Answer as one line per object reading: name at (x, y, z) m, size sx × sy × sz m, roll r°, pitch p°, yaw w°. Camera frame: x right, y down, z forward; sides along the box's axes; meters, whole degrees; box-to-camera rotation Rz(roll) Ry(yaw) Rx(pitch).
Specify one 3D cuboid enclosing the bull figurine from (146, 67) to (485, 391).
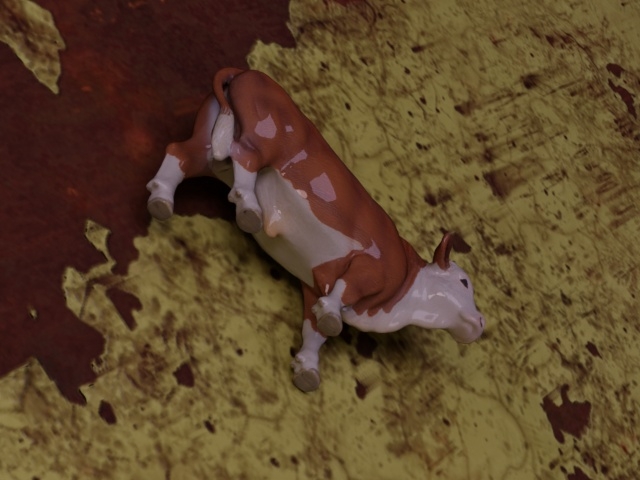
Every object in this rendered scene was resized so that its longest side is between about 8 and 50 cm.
bull figurine at (0.000, 0.000, 1.241) m, size 0.310 × 0.101 × 0.188 m, roll 46°, pitch 36°, yaw -9°
